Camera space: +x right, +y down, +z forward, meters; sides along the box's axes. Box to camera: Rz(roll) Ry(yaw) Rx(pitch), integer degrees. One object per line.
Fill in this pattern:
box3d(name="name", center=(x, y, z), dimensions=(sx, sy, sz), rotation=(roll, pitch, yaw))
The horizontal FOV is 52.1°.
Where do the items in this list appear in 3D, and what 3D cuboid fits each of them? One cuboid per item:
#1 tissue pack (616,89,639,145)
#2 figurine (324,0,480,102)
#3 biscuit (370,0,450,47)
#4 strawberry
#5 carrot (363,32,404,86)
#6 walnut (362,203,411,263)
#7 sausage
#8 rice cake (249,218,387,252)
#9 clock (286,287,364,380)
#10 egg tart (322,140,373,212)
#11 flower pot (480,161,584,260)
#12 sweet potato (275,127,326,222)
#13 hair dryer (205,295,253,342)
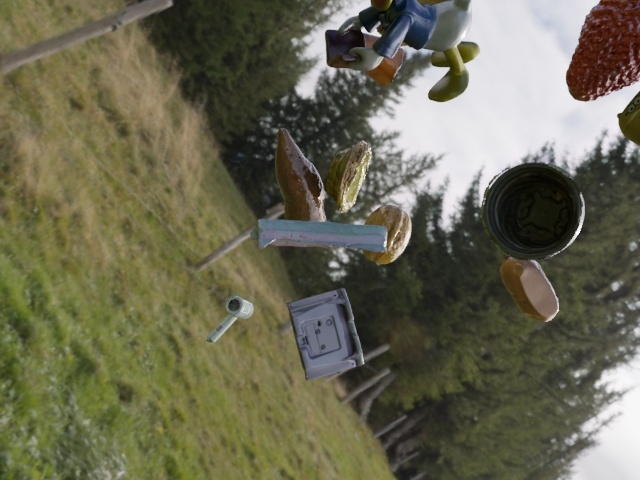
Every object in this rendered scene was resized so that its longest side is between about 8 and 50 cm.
box3d(name="tissue pack", center=(0.949, -0.367, 1.877), dimensions=(0.178, 0.123, 0.127), rotation=(-59, -134, 35))
box3d(name="figurine", center=(0.128, -0.420, 1.188), dimensions=(0.204, 0.284, 0.338), rotation=(-92, 161, -47))
box3d(name="biscuit", center=(0.304, -0.783, 1.897), dimensions=(0.429, 0.104, 0.446), rotation=(12, -87, 53))
box3d(name="strawberry", center=(0.900, -0.574, 1.999), dimensions=(0.267, 0.351, 0.312), rotation=(43, 21, 21))
box3d(name="carrot", center=(0.181, -0.679, 2.399), dimensions=(0.225, 0.159, 0.159), rotation=(22, 15, -24))
box3d(name="walnut", center=(0.218, -0.022, 2.180), dimensions=(0.159, 0.206, 0.159), rotation=(28, 2, -1))
box3d(name="sausage", center=(0.622, 0.137, 1.960), dimensions=(0.241, 0.120, 0.136), rotation=(55, -4, -19))
box3d(name="rice cake", center=(0.001, -0.002, 1.357), dimensions=(0.051, 0.290, 0.081), rotation=(105, -18, -44))
box3d(name="clock", center=(0.016, 0.281, 1.950), dimensions=(0.083, 0.186, 0.253), rotation=(166, -91, -81))
box3d(name="egg tart", center=(0.075, -0.183, 1.826), dimensions=(0.090, 0.212, 0.212), rotation=(25, -13, 15))
box3d(name="flower pot", center=(0.510, -0.068, 1.543), dimensions=(0.140, 0.235, 0.235), rotation=(-1, 57, -59))
box3d(name="sweet potato", center=(-0.056, -0.160, 1.851), dimensions=(0.131, 0.131, 0.336), rotation=(-124, -157, -64))
box3d(name="hair dryer", center=(-0.225, 0.193, 1.563), dimensions=(0.047, 0.137, 0.082), rotation=(44, -1, 18))
